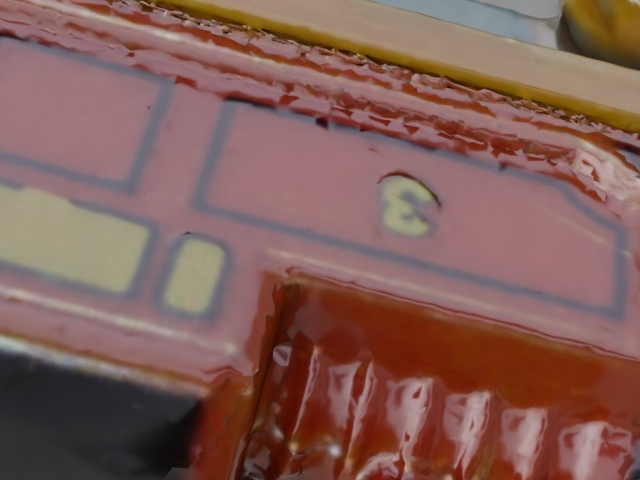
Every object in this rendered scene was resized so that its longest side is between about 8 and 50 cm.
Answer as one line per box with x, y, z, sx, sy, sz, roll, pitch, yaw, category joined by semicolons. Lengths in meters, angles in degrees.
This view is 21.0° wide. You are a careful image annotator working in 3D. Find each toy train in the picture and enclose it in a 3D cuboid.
0.000;0.000;0.515;0.369;0.163;0.231;14;46;-1;toy train
